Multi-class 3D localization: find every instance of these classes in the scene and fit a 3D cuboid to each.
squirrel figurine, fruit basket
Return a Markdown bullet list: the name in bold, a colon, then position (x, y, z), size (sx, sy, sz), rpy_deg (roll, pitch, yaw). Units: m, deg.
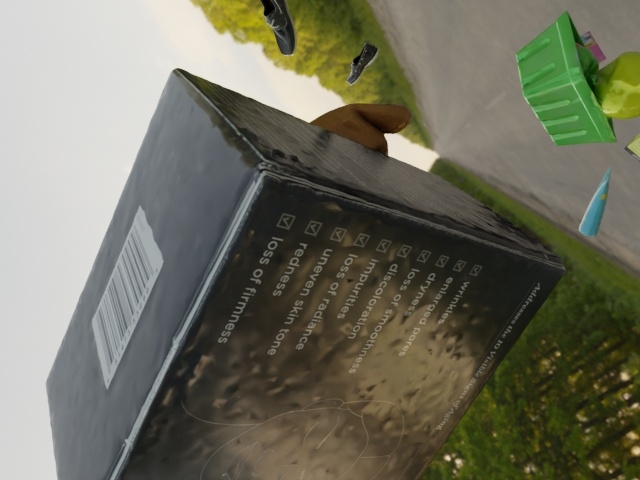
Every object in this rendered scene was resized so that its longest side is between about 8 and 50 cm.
- **squirrel figurine**: position (0.009, -0.067, 1.180), size (0.281, 0.397, 0.370), rpy_deg (127, 144, -70)
- **fruit basket**: position (0.781, -0.443, 1.567), size (0.392, 0.392, 0.282), rpy_deg (34, -131, -45)

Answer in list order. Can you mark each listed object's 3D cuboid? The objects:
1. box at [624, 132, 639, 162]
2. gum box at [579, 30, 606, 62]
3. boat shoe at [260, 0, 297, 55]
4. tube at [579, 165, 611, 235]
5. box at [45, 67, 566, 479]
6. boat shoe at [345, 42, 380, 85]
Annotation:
- **box**: position (0.801, -0.250, 1.268), size (0.087, 0.058, 0.232), rpy_deg (43, 158, 8)
- **gum box**: position (0.846, -0.593, 1.884), size (0.107, 0.062, 0.188), rpy_deg (62, 168, 6)
- **boat shoe**: position (-0.130, -0.637, 1.610), size (0.084, 0.079, 0.233), rpy_deg (20, 136, 42)
- **tube**: position (0.790, -0.107, 1.609), size (0.080, 0.052, 0.207), rpy_deg (-59, -25, -44)
- **box**: position (-0.031, 0.114, 0.736), size (0.472, 0.479, 0.297), rpy_deg (15, -158, -37)
- **boat shoe**: position (0.097, -0.442, 1.417), size (0.042, 0.133, 0.048), rpy_deg (23, -123, -17)
